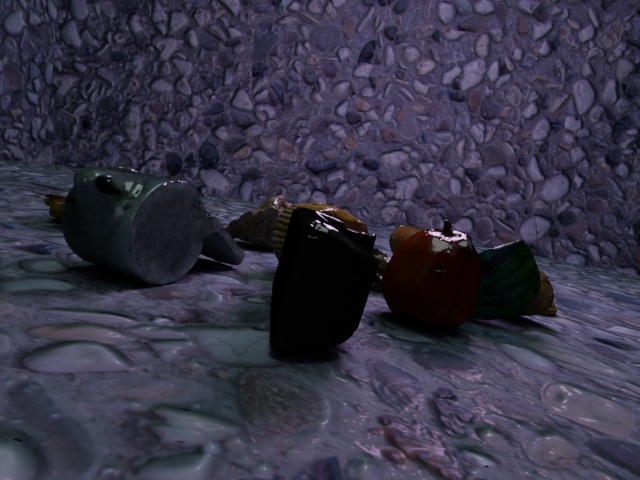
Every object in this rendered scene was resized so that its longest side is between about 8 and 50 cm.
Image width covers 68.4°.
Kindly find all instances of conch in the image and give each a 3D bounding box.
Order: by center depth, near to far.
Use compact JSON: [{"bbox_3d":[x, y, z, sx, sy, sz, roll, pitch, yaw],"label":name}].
[{"bbox_3d":[-0.172,-0.053,1.369,0.245,0.178,0.163,-18,58,-13],"label":"conch"}]

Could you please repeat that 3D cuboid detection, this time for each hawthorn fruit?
[{"bbox_3d":[0.210,0.060,0.879,0.185,0.202,0.185,14,14,-4],"label":"hawthorn fruit"}]

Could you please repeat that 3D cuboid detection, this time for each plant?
[{"bbox_3d":[0.127,0.089,1.105,0.122,0.104,0.116,-31,-4,-37],"label":"plant"}]

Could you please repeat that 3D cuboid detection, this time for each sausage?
[{"bbox_3d":[0.350,0.072,1.217,0.123,0.136,0.500,28,-2,-40],"label":"sausage"}]

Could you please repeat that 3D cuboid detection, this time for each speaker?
[{"bbox_3d":[0.025,0.054,0.775,0.184,0.180,0.388,15,7,-6],"label":"speaker"}]

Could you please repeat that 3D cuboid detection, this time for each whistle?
[{"bbox_3d":[-0.295,-0.034,0.908,0.168,0.188,0.404,14,8,24],"label":"whistle"}]

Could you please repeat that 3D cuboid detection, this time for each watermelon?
[{"bbox_3d":[0.340,0.077,0.969,0.231,0.146,0.128,-15,51,-3],"label":"watermelon"}]

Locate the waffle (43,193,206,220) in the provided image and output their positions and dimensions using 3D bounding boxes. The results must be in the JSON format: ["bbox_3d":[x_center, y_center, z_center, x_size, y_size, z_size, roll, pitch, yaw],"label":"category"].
[{"bbox_3d":[-0.506,-0.071,1.273,0.382,0.095,0.379,9,6,7],"label":"waffle"}]

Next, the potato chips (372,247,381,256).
[{"bbox_3d":[0.180,0.073,1.258,0.167,0.059,0.228,24,-2,27],"label":"potato chips"}]

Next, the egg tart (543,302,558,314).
[{"bbox_3d":[0.553,0.154,1.225,0.130,0.052,0.130,12,10,-2],"label":"egg tart"}]

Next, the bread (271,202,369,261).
[{"bbox_3d":[0.000,0.000,1.119,0.133,0.179,0.250,11,6,38],"label":"bread"}]
